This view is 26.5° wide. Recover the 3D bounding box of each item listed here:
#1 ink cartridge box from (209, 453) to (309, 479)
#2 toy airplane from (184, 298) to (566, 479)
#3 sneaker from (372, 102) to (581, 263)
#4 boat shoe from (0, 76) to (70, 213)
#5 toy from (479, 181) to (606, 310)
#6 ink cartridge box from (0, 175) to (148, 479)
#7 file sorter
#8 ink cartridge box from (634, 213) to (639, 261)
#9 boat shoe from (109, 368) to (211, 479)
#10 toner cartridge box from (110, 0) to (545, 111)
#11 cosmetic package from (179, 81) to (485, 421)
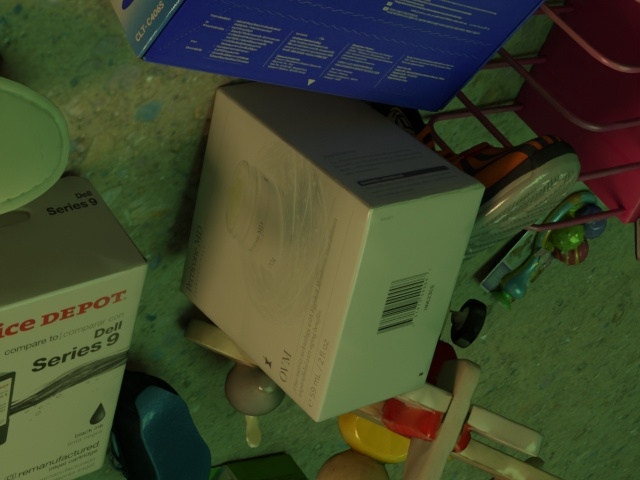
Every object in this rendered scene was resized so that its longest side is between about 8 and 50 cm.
[{"bbox_3d":[-0.145,0.382,1.736,0.255,0.097,0.188,-1,132,-50],"label":"ink cartridge box"},{"bbox_3d":[0.084,0.204,1.472,0.384,0.386,0.272,12,110,-54],"label":"toy airplane"},{"bbox_3d":[0.107,-0.069,1.318,0.125,0.180,0.321,-15,168,-36],"label":"sneaker"},{"bbox_3d":[-0.318,-0.064,0.948,0.305,0.091,0.109,-10,101,-46],"label":"boat shoe"},{"bbox_3d":[0.325,0.005,1.819,0.237,0.056,0.137,-44,152,5],"label":"toy"},{"bbox_3d":[-0.285,0.104,1.175,0.211,0.121,0.289,-18,143,-34],"label":"ink cartridge box"},{"bbox_3d":[0.259,-0.177,1.360,0.182,0.202,0.290,-11,139,-37],"label":"file sorter"},{"bbox_3d":[0.427,-0.168,1.355,0.071,0.324,0.330,10,162,-15],"label":"ink cartridge box"},{"bbox_3d":[-0.179,0.218,1.493,0.109,0.089,0.258,-38,148,-32],"label":"boat shoe"},{"bbox_3d":[0.018,-0.202,1.107,0.348,0.075,0.165,4,138,-44],"label":"toner cartridge box"},{"bbox_3d":[0.000,0.000,1.232,0.138,0.225,0.224,-12,128,-37],"label":"cosmetic package"}]
